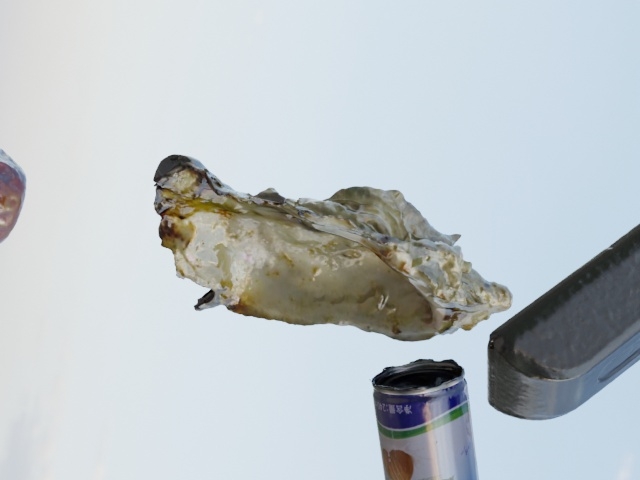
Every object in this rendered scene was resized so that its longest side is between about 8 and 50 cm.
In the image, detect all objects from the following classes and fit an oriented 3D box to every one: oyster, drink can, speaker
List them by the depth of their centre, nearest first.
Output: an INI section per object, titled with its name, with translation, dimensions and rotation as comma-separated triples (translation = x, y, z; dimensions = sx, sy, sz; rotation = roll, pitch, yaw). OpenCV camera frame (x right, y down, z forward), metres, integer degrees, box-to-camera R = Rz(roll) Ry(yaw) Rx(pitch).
[drink can]
translation = 0.110, 0.240, 1.590
dimensions = 0.097, 0.097, 0.235
rotation = -141, -137, -74
[oyster]
translation = 0.011, 0.000, 1.607
dimensions = 0.221, 0.361, 0.096
rotation = 75, 25, -58
[speaker]
translation = 0.435, 0.133, 2.339
dimensions = 0.184, 0.388, 0.180
rotation = 45, -21, 30

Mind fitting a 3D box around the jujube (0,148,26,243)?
[jujube]
translation = -0.437, -0.073, 1.718
dimensions = 0.190, 0.255, 0.190
rotation = -43, -145, 40
